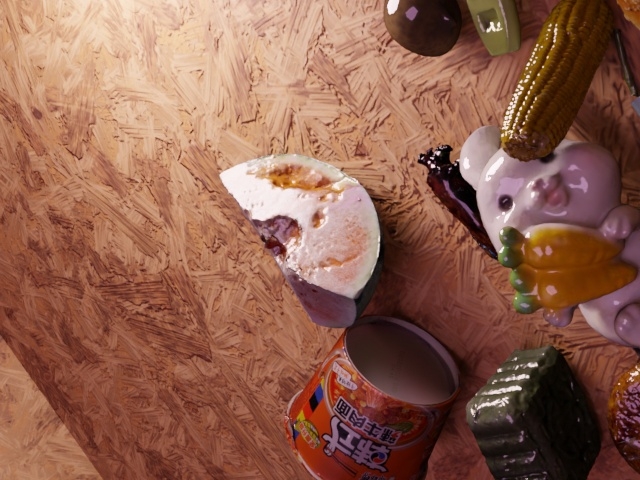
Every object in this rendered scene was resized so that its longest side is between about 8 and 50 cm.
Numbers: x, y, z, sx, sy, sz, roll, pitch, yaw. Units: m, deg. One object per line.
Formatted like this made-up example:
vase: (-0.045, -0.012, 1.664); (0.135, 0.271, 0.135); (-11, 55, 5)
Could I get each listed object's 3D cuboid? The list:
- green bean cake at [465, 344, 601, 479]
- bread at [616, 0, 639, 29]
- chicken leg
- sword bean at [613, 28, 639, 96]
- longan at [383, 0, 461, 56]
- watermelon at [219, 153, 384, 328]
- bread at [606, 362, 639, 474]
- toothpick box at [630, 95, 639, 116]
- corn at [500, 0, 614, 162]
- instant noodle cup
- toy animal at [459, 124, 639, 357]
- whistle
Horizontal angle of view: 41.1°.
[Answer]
green bean cake: (0.300, 0.256, 1.169); (0.094, 0.185, 0.183); (-21, 99, 40)
bread: (0.387, -0.308, 0.769); (0.305, 0.159, 0.305); (7, 99, 49)
chicken leg: (0.213, -0.041, 1.149); (0.063, 0.105, 0.234); (-42, 77, 5)
sword bean: (0.354, -0.205, 0.991); (0.012, 0.012, 0.083); (-8, 108, 44)
longan: (0.132, -0.284, 1.081); (0.113, 0.092, 0.113); (46, 168, 13)
watermelon: (0.005, -0.004, 1.333); (0.322, 0.175, 0.188); (55, 175, 29)
bread: (0.463, 0.240, 1.104); (0.193, 0.064, 0.193); (15, 116, 32)
toothpick box: (0.395, -0.136, 0.962); (0.083, 0.052, 0.052); (56, 136, 4)
corn: (0.260, -0.179, 0.942); (0.080, 0.231, 0.080); (23, 154, 12)
instant noodle cup: (0.088, 0.248, 1.326); (0.250, 0.250, 0.192); (37, 124, 21)
toy animal: (0.299, -0.024, 0.992); (0.310, 0.247, 0.183); (37, 117, 1)
whistle: (0.175, -0.356, 0.998); (0.131, 0.106, 0.288); (-3, 110, 50)
